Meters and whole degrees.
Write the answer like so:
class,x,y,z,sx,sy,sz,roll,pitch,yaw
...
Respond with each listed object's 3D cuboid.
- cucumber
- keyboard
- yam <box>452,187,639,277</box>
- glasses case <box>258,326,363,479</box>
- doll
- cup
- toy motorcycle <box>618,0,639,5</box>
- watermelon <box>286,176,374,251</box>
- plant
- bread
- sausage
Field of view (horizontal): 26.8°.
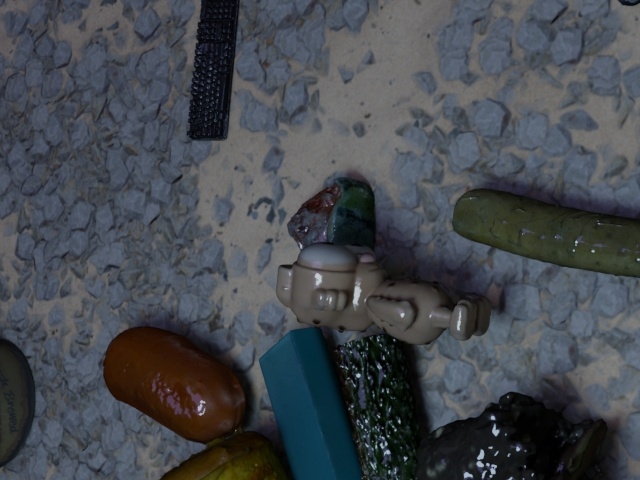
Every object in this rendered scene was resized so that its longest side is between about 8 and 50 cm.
class,x,y,z,sx,sy,sz,roll,pitch,yaw
cucumber,0.101,0.300,1.753,0.096,0.096,0.359,-22,73,32
keyboard,-0.165,-0.268,2.064,0.072,0.023,0.231,3,86,34
yam,0.331,0.000,1.634,0.372,0.083,0.083,15,93,38
glasses case,0.003,0.277,1.837,0.117,0.070,0.301,-42,61,52
doll,0.083,0.073,1.730,0.278,0.154,0.119,11,99,21
cup,-0.633,0.225,2.199,0.227,0.257,0.301,-10,77,32
toy motorcycle,0.401,-0.383,1.622,0.171,0.110,0.260,-39,68,13
watermelon,0.000,0.000,1.883,0.139,0.071,0.187,11,91,41
plant,0.238,0.285,1.601,0.234,0.178,0.204,-17,73,39
bread,-0.158,0.367,1.847,0.268,0.268,0.145,-37,80,27
sausage,-0.217,0.207,1.977,0.258,0.133,0.133,26,99,37
